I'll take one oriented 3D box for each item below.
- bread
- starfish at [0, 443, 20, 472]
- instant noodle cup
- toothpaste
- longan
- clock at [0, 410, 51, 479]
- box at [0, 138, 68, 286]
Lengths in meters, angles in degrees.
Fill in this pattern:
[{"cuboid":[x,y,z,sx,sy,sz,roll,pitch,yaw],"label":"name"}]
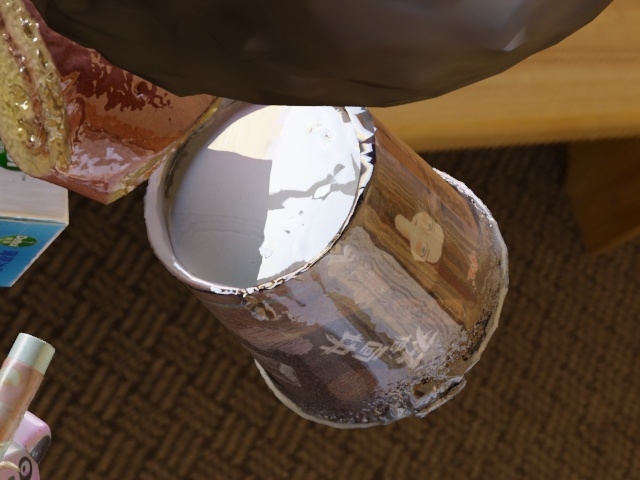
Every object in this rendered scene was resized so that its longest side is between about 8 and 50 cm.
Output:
[{"cuboid":[-0.122,-0.085,0.915,0.192,0.067,0.119,19,55,-33],"label":"bread"},{"cuboid":[-0.244,0.151,1.077,0.092,0.086,0.016,-29,113,-56],"label":"starfish"},{"cuboid":[0.000,0.000,1.159,0.207,0.217,0.217,45,40,-53],"label":"instant noodle cup"},{"cuboid":[-0.279,0.176,1.364,0.036,0.056,0.205,21,73,10],"label":"toothpaste"},{"cuboid":[-0.013,-0.239,0.687,0.391,0.391,0.391,17,59,-31],"label":"longan"},{"cuboid":[-0.373,0.302,1.694,0.090,0.247,0.227,29,25,15],"label":"clock"},{"cuboid":[-0.216,-0.082,1.067,0.073,0.139,0.194,5,70,-24],"label":"box"}]
